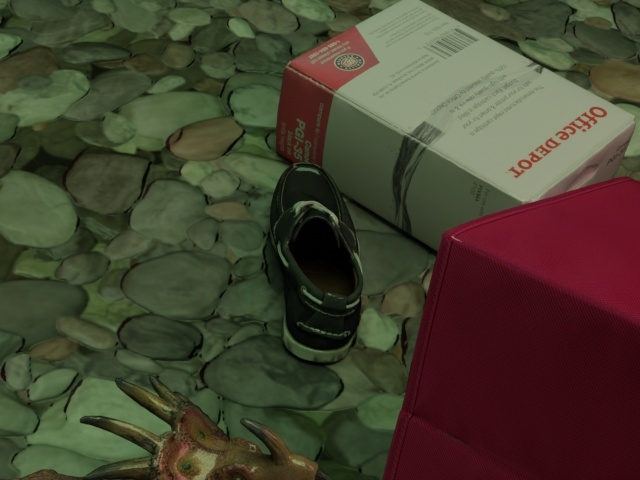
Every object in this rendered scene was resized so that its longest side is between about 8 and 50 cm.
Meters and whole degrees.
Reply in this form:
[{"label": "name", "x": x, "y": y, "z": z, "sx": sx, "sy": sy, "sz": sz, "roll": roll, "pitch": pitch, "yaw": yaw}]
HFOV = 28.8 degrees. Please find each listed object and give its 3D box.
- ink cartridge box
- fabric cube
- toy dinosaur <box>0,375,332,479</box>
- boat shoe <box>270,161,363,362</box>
[{"label": "ink cartridge box", "x": 0.129, "y": -0.103, "z": 1.221, "sx": 0.283, "sy": 0.117, "sz": 0.207, "roll": 34, "pitch": 46, "yaw": 25}, {"label": "fabric cube", "x": 0.223, "y": 0.132, "z": 0.806, "sx": 0.258, "sy": 0.259, "sz": 0.254, "roll": 25, "pitch": 25, "yaw": 32}, {"label": "toy dinosaur", "x": -0.156, "y": 0.183, "z": 0.781, "sx": 0.296, "sy": 0.200, "sz": 0.127, "roll": -11, "pitch": 46, "yaw": -22}, {"label": "boat shoe", "x": 0.000, "y": 0.000, "z": 1.112, "sx": 0.084, "sy": 0.079, "sz": 0.233, "roll": 2, "pitch": 41, "yaw": -7}]
